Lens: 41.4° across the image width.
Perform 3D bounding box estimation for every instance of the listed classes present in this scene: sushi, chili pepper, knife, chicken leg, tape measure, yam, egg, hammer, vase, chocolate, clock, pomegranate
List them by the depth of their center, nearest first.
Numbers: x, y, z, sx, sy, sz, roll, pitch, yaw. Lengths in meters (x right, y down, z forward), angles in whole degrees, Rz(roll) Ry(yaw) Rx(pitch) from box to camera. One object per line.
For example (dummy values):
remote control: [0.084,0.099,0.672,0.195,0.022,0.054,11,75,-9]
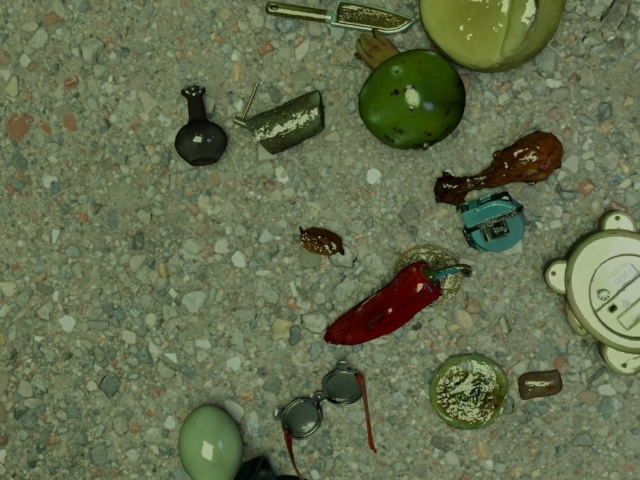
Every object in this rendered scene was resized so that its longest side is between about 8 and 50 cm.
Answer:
pomegranate: [0.180,-0.336,1.833,0.236,0.236,0.302,-28,71,8]
clock: [0.669,0.109,1.867,0.284,0.114,0.309,-43,87,10]
chicken leg: [0.395,-0.148,1.889,0.304,0.093,0.113,-23,105,12]
tape measure: [0.387,-0.039,1.891,0.146,0.081,0.125,-20,111,17]
chili pepper: [0.163,0.143,1.918,0.387,0.110,0.110,-36,90,22]
knife: [0.044,-0.515,1.920,0.342,0.027,0.061,11,92,5]
yam: [-0.070,-0.265,1.921,0.183,0.107,0.107,-24,92,7]
vase: [-0.279,-0.267,1.943,0.120,0.120,0.183,-10,80,7]
chocolate: [0.506,0.334,1.944,0.100,0.031,0.065,-7,99,6]
sushi: [0.000,0.000,1.960,0.120,0.055,0.052,11,108,16]
hammer: [-0.167,-0.316,1.967,0.035,0.019,0.110,23,95,4]
egg: [-0.257,0.481,1.985,0.149,0.149,0.192,-13,88,8]

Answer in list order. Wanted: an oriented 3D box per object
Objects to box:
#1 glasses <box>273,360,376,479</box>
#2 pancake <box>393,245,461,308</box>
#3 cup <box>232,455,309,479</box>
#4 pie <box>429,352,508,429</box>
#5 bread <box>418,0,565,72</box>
glasses: [0.014,0.416,1.896,0.234,0.268,0.118,-38,109,7]
pancake: [0.246,0.083,1.953,0.158,0.028,0.158,1,99,7]
cup: [-0.087,0.670,1.912,0.242,0.292,0.308,7,97,6]
pie: [0.344,0.351,1.958,0.186,0.041,0.187,0,94,6]
bread: [0.364,-0.516,1.787,0.320,0.237,0.321,1,92,21]
